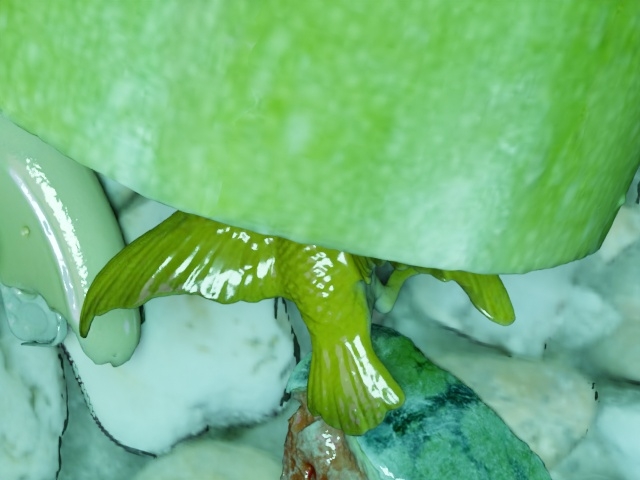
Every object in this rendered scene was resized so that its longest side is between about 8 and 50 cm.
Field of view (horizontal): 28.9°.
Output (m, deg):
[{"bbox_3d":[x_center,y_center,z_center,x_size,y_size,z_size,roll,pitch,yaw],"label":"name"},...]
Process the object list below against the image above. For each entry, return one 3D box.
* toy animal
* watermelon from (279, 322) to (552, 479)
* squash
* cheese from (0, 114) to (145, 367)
[{"bbox_3d":[0.000,0.000,0.554,0.219,0.155,0.095,-11,137,30],"label":"toy animal"},{"bbox_3d":[0.035,0.141,0.587,0.187,0.071,0.139,51,124,5],"label":"watermelon"},{"bbox_3d":[0.036,-0.216,0.374,0.263,0.263,0.384,27,115,18],"label":"squash"},{"bbox_3d":[-0.162,-0.052,0.638,0.127,0.050,0.235,2,108,30],"label":"cheese"}]
